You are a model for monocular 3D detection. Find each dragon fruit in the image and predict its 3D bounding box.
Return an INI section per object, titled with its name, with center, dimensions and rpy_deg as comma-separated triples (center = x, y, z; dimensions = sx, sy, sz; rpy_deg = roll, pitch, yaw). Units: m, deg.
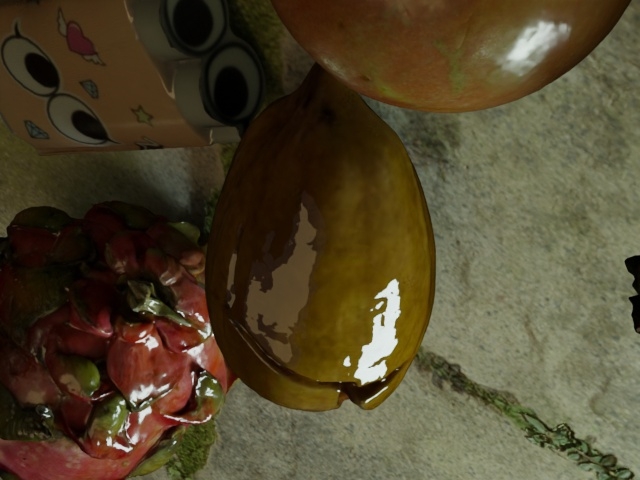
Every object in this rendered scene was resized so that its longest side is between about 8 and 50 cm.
[dragon fruit]
center = -0.191, 0.097, 1.500
dimensions = 0.263, 0.296, 0.314
rpy_deg = -28, 77, 24

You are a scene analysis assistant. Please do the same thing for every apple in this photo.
[apple]
center = 0.084, -0.209, 0.930
dimensions = 0.253, 0.253, 0.253
rpy_deg = 24, 142, 20

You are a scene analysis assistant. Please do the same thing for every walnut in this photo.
[walnut]
center = 0.000, 0.000, 1.267
dimensions = 0.209, 0.209, 0.336
rpy_deg = 18, 125, 26

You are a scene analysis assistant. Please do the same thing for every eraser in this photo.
[eraser]
center = -0.194, -0.163, 1.348
dimensions = 0.290, 0.087, 0.171
rpy_deg = 0, 130, 42

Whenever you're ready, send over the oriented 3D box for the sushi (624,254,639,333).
[sushi]
center = 0.324, 0.017, 0.977
dimensions = 0.238, 0.219, 0.225
rpy_deg = 46, 148, -9
